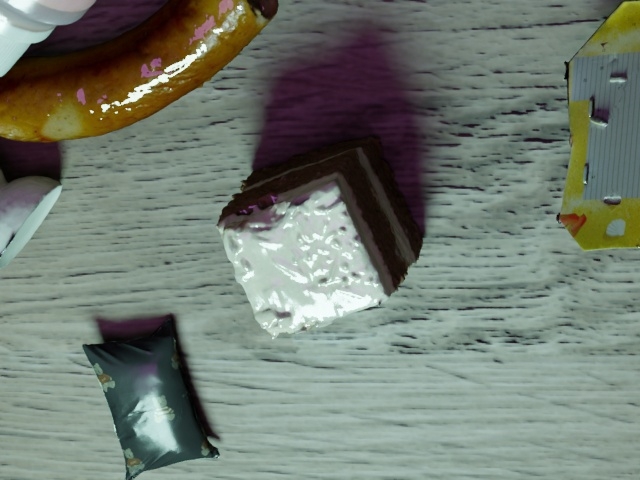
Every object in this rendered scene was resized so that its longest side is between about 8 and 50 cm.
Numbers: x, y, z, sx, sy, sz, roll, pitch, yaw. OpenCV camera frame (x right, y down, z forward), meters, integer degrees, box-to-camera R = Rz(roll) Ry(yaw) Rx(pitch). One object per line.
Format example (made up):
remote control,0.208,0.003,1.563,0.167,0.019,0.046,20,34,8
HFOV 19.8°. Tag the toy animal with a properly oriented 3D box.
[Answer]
toy animal,-0.355,-0.060,1.635,0.220,0.104,0.131,35,119,-5

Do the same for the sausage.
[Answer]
sausage,-0.164,-0.154,1.564,0.302,0.076,0.103,-25,100,21

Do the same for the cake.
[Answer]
cake,0.000,0.000,1.561,0.135,0.147,0.135,-20,110,19

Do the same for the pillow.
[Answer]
pillow,-0.159,0.152,1.727,0.090,0.048,0.150,-8,111,19

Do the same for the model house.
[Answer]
model house,0.316,-0.079,1.454,0.219,0.136,0.207,-4,76,39

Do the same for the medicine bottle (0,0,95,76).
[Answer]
medicine bottle,-0.228,-0.250,1.487,0.147,0.147,0.247,40,116,-8
